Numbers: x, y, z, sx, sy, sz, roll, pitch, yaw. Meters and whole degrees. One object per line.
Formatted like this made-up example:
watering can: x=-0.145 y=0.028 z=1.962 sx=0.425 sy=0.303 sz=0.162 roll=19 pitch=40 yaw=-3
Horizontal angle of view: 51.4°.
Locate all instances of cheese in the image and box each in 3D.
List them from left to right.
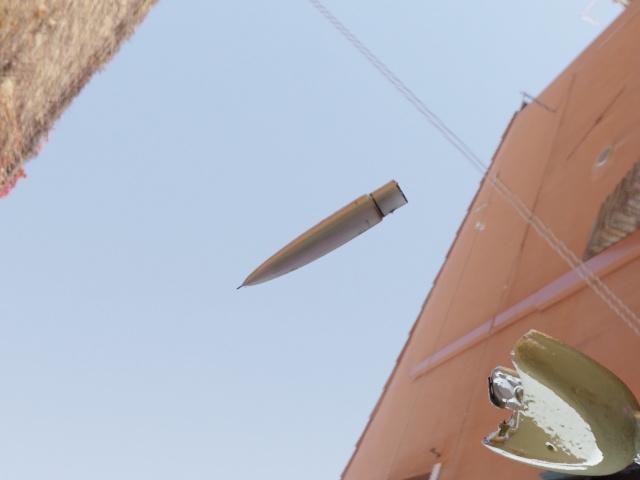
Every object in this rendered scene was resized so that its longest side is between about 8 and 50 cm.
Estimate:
cheese: x=0.223 y=0.145 z=0.502 sx=0.049 sy=0.235 sz=0.127 roll=-23 pitch=-65 yaw=-35

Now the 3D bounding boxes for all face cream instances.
face cream: x=0.000 y=0.000 z=0.402 sx=0.115 sy=0.038 sz=0.020 roll=-32 pitch=-91 yaw=6
